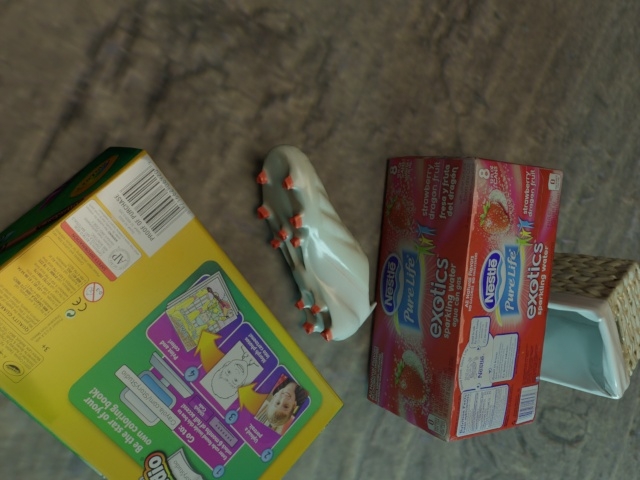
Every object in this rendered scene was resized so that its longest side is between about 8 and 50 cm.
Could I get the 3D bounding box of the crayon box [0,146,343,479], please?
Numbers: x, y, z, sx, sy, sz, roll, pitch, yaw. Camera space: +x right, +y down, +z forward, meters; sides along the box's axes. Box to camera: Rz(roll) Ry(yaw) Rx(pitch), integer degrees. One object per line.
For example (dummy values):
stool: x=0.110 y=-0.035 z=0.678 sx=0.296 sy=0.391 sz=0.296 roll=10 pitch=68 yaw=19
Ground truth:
crayon box: x=-0.121 y=0.090 z=0.458 sx=0.165 sy=0.081 sz=0.278 roll=-45 pitch=119 yaw=-21

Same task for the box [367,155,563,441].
box: x=0.140 y=0.048 z=0.605 sx=0.128 sy=0.122 sz=0.257 roll=1 pitch=96 yaw=-35

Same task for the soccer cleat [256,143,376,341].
soccer cleat: x=0.000 y=0.000 z=0.542 sx=0.076 sy=0.068 sz=0.196 roll=-34 pitch=121 yaw=-31

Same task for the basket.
basket: x=0.263 y=0.082 z=0.670 sx=0.103 sy=0.167 sz=0.113 roll=-35 pitch=115 yaw=-30
